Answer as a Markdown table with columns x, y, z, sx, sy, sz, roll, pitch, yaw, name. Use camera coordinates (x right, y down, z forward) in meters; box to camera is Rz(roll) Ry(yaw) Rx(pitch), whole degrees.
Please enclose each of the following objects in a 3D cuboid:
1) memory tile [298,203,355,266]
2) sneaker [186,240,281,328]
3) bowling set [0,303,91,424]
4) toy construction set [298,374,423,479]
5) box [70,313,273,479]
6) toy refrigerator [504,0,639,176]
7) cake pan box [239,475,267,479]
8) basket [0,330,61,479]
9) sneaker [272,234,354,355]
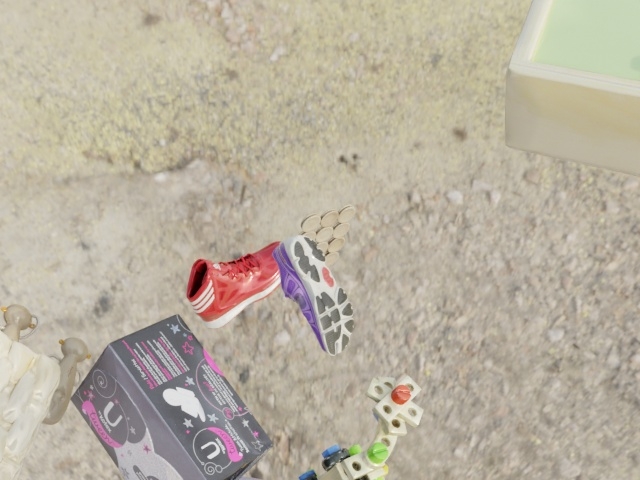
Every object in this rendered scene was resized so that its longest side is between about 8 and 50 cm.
| x | y | z | sx | sy | sz | roll | pitch | yaw | name |
| --- | --- | --- | --- | --- | --- | --- | --- | --- | --- |
| 0.000 | 0.000 | 1.479 | 0.113 | 0.148 | 0.012 | -16 | 52 | -33 | memory tile |
| -0.154 | 0.060 | 1.605 | 0.221 | 0.128 | 0.087 | -45 | 50 | -13 | sneaker |
| -0.550 | 0.188 | 1.402 | 0.199 | 0.287 | 0.154 | -18 | 43 | 37 | bowling set |
| 0.072 | 0.382 | 1.457 | 0.215 | 0.328 | 0.151 | -13 | 47 | -37 | toy construction set |
| -0.221 | 0.264 | 1.248 | 0.247 | 0.163 | 0.142 | 51 | 37 | 15 | box |
| 0.259 | -0.094 | 0.529 | 0.269 | 0.094 | 0.102 | 16 | 66 | 19 | toy refrigerator |
| -0.218 | 0.430 | 1.302 | 0.245 | 0.070 | 0.267 | 4 | 15 | 20 | cake pan box |
| -0.440 | 0.180 | 0.693 | 0.328 | 0.266 | 0.331 | 39 | 50 | -28 | basket |
| -0.012 | 0.075 | 1.161 | 0.068 | 0.071 | 0.170 | -23 | 90 | -44 | sneaker |
